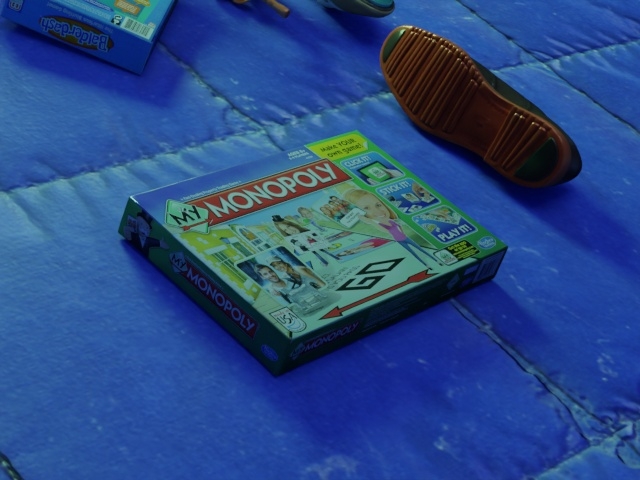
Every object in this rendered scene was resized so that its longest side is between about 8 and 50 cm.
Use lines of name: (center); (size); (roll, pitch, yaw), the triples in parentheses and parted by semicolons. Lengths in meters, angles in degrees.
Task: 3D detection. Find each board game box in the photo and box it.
board game box: (-0.238, -0.277, 1.671); (0.160, 0.047, 0.210); (23, 36, -5)
board game box: (0.000, 0.000, 1.423); (0.213, 0.046, 0.317); (40, 37, 25)

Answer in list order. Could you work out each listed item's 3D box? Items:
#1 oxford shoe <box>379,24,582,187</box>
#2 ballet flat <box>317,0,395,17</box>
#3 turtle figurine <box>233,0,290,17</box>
oxford shoe: (0.177, -0.145, 1.709); (0.271, 0.097, 0.098); (44, 19, 24)
ballet flat: (0.012, -0.331, 1.885); (0.080, 0.073, 0.232); (-4, 47, -40)
turtle figurine: (-0.053, -0.352, 1.816); (0.217, 0.087, 0.269); (-42, 43, -10)
